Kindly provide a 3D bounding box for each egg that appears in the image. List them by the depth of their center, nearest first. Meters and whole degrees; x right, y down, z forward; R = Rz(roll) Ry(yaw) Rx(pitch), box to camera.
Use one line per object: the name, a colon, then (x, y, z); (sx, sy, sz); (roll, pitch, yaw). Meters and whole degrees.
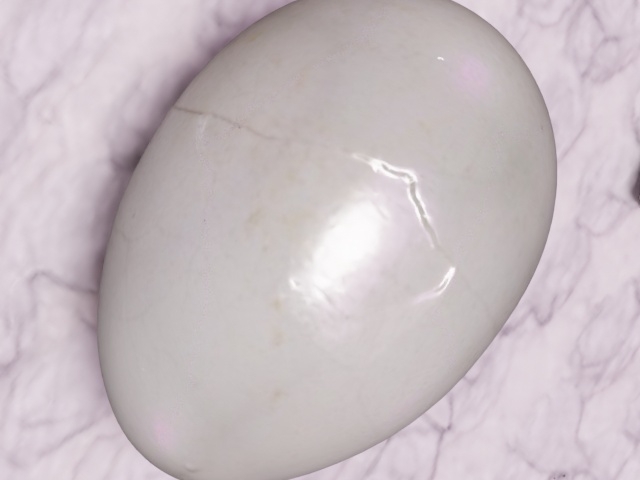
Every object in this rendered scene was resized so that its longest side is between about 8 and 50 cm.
egg: (0.000, 0.000, 0.535); (0.151, 0.151, 0.209); (40, 81, -27)

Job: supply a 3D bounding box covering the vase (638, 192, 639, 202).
vase: (0.197, -0.056, 0.685); (0.053, 0.053, 0.101); (28, 82, -29)
